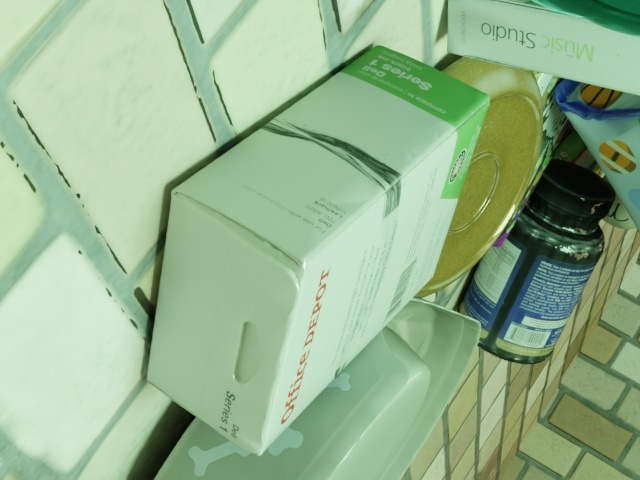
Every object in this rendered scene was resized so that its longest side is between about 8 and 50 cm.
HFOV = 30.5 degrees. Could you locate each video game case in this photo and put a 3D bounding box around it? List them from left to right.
[{"bbox_3d":[0.187,-0.093,1.135,0.210,0.042,0.232,-61,161,8],"label":"video game case"}]

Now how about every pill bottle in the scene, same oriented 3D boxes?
[{"bbox_3d":[0.248,0.023,1.341,0.123,0.123,0.219,-30,146,-56],"label":"pill bottle"}]

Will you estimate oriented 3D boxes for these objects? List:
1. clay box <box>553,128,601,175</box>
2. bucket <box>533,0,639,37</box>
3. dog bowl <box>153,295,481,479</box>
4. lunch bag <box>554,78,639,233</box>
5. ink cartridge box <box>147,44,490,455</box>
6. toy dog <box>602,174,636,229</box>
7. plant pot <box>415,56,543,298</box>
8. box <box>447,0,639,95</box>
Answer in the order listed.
[{"bbox_3d":[0.299,-0.031,1.497,0.127,0.053,0.222,-45,155,-36],"label":"clay box"},{"bbox_3d":[0.192,-0.237,0.604,0.281,0.281,0.183,-65,166,15],"label":"bucket"},{"bbox_3d":[-0.018,0.177,0.885,0.349,0.102,0.349,-50,163,-21],"label":"dog bowl"},{"bbox_3d":[0.449,-0.151,1.126,0.385,0.239,0.328,-51,127,-14],"label":"lunch bag"},{"bbox_3d":[0.000,0.000,0.718,0.219,0.092,0.160,-40,153,-45],"label":"ink cartridge box"},{"bbox_3d":[0.411,-0.180,1.343,0.161,0.220,0.333,11,82,-69],"label":"toy dog"},{"bbox_3d":[0.113,-0.044,0.962,0.236,0.032,0.236,-34,143,-32],"label":"plant pot"},{"bbox_3d":[0.272,-0.206,0.891,0.322,0.232,0.058,-44,141,-40],"label":"box"}]
